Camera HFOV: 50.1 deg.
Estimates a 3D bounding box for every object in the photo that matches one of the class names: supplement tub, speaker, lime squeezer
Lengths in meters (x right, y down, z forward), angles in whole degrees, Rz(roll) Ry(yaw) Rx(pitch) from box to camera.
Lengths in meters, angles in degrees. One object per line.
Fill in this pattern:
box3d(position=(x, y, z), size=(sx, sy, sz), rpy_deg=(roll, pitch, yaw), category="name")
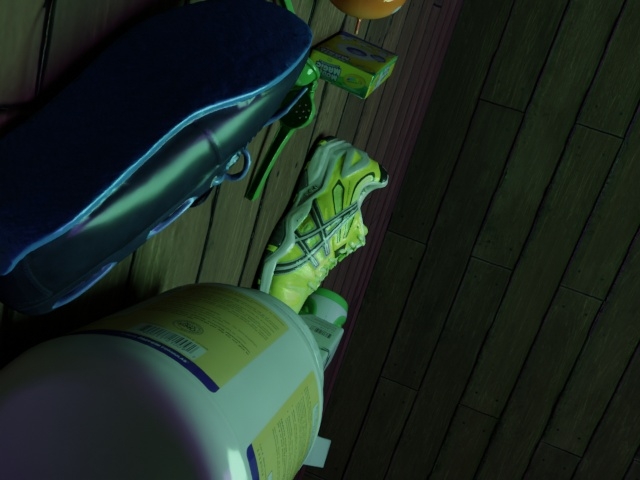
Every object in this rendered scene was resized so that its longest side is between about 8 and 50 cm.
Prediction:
box3d(position=(-0.132, 0.171, 0.644), size=(0.331, 0.241, 0.240), rpy_deg=(-25, 134, -75), category="supplement tub")
box3d(position=(-0.040, 0.259, 1.594), size=(0.131, 0.131, 0.296), rpy_deg=(90, 23, -62), category="speaker")
box3d(position=(-0.049, -0.203, 0.919), size=(0.110, 0.059, 0.310), rpy_deg=(-22, 141, -34), category="lime squeezer")

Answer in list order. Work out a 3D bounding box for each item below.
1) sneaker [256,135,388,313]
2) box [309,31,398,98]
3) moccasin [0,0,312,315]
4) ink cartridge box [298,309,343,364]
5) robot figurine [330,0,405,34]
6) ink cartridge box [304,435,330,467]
box3d(position=(0.000, 0.000, 1.244), size=(0.145, 0.147, 0.384), rpy_deg=(50, 62, -80), category="sneaker")
box3d(position=(0.048, -0.275, 1.073), size=(0.179, 0.105, 0.043), rpy_deg=(-54, 168, -55), category="box")
box3d(position=(-0.135, -0.082, 0.538), size=(0.342, 0.138, 0.116), rpy_deg=(-44, 160, -35), category="moccasin")
box3d(position=(-0.060, 0.210, 1.322), size=(0.086, 0.153, 0.208), rpy_deg=(-69, 170, 18), category="ink cartridge box")
box3d(position=(0.070, -0.393, 0.908), size=(0.128, 0.158, 0.219), rpy_deg=(-21, 141, -28), category="robot figurine")
box3d(position=(-0.098, 0.353, 1.237), size=(0.332, 0.166, 0.065), rpy_deg=(57, 48, -64), category="ink cartridge box")
